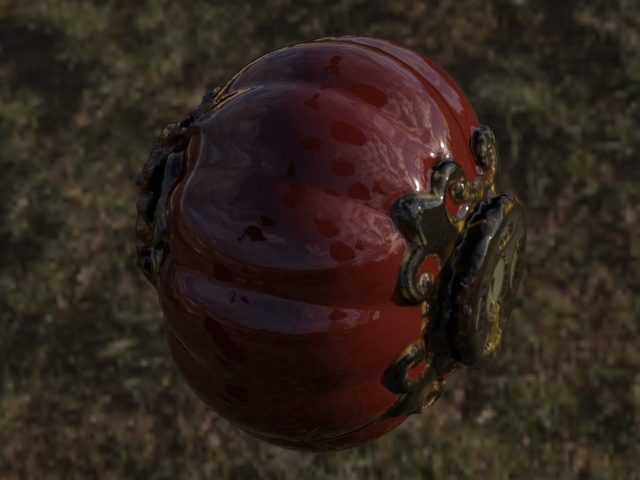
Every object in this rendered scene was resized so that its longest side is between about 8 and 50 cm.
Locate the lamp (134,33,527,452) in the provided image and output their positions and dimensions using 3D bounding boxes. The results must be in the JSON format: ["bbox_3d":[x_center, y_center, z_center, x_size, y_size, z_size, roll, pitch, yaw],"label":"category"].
[{"bbox_3d":[0.000,0.000,0.976,0.227,0.227,0.227,-4,32,3],"label":"lamp"}]
